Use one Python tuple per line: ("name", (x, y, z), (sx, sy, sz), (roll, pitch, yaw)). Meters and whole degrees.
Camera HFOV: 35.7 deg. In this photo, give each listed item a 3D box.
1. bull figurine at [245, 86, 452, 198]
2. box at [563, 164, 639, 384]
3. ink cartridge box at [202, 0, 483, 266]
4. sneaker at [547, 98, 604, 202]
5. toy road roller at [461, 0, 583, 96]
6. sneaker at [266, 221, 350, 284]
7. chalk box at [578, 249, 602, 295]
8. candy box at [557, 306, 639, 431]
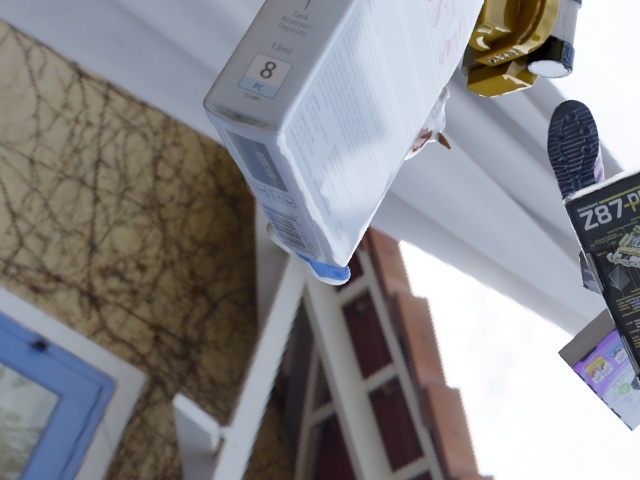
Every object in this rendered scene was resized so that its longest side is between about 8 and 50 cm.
("bull figurine", (0.041, -0.144, 1.318), (0.310, 0.188, 0.101), (-26, -125, -6))
("box", (0.552, 0.018, 1.262), (0.394, 0.318, 0.097), (-24, -176, 16))
("ink cartridge box", (0.047, -0.200, 1.015), (0.385, 0.091, 0.308), (-62, 158, -16))
("sneaker", (0.547, -0.175, 2.135), (0.112, 0.319, 0.131), (-8, -148, 13))
("toy road roller", (0.372, -0.449, 2.065), (0.329, 0.240, 0.203), (-10, -113, 61))
("sneaker", (0.000, 0.001, 1.500), (0.084, 0.152, 0.058), (-42, -167, 38))
("chalk box", (0.577, 0.023, 1.877), (0.132, 0.132, 0.213), (-57, 154, -13))
("candy box", (0.559, 0.223, 1.812), (0.165, 0.196, 0.070), (-43, -159, 5))
